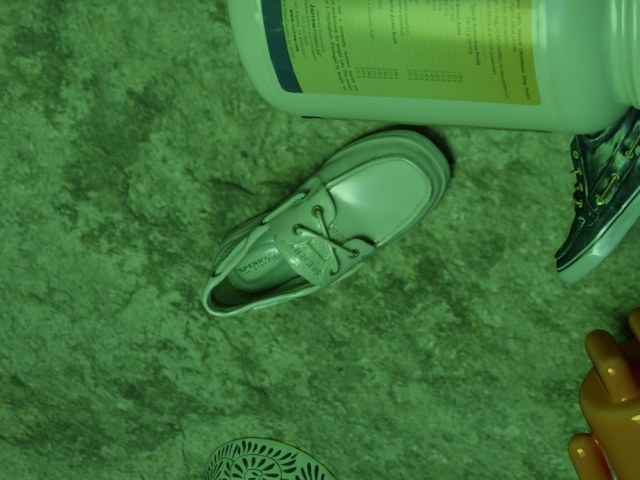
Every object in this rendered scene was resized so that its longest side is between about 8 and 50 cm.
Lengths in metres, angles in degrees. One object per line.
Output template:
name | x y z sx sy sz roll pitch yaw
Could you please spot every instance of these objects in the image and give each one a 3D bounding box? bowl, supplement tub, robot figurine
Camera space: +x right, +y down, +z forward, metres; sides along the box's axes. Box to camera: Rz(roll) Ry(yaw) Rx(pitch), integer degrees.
bowl | -0.060 0.295 1.655 0.170 0.080 0.170 12 126 17
supplement tub | 0.115 -0.193 1.136 0.316 0.228 0.228 5 125 21
robot figurine | 0.306 0.165 1.367 0.128 0.158 0.219 -1 125 52

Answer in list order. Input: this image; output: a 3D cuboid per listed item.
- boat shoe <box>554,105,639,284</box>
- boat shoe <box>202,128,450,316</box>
boat shoe | 0.228 -0.049 1.298 0.083 0.065 0.183 36 124 1
boat shoe | 0.000 0.000 1.408 0.098 0.096 0.277 47 128 -11
